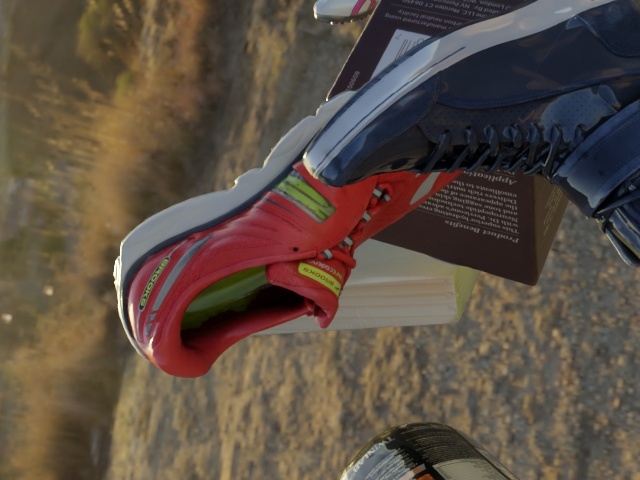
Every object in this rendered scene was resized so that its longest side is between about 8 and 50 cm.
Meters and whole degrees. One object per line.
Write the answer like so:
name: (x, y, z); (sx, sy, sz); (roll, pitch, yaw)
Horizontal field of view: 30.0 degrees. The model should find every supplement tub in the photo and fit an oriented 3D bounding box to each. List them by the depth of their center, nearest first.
supplement tub: (0.154, 0.338, 1.270); (0.338, 0.207, 0.207); (-144, 70, -71)

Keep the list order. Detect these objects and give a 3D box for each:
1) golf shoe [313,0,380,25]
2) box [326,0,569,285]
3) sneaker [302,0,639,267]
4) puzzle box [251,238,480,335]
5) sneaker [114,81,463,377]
golf shoe: (0.064, -0.360, 1.651); (0.067, 0.186, 0.086); (30, 142, 49)
box: (0.125, -0.099, 0.987); (0.169, 0.203, 0.167); (17, 63, 20)
sneaker: (0.118, -0.042, 0.657); (0.163, 0.226, 0.086); (60, 163, 10)
puzzle box: (0.056, 0.015, 1.381); (0.409, 0.272, 0.052); (-45, -52, -68)
sneaker: (0.000, 0.000, 0.776); (0.279, 0.107, 0.118); (-34, 43, 3)
